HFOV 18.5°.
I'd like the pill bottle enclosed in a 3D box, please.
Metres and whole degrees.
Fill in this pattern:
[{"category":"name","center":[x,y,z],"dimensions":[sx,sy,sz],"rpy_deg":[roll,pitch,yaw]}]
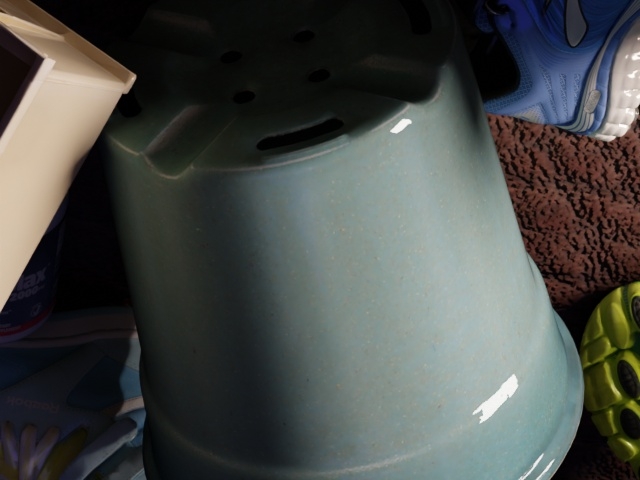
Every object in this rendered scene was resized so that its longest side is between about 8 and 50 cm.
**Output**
[{"category":"pill bottle","center":[-0.246,-0.017,1.485],"dimensions":[0.108,0.108,0.180],"rpy_deg":[4,136,-10]}]

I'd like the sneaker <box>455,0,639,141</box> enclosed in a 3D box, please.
[{"category":"sneaker","center":[0.163,-0.193,1.323],"dimensions":[0.147,0.129,0.330],"rpy_deg":[0,137,-9]}]

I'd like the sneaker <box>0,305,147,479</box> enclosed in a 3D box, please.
[{"category":"sneaker","center":[-0.232,0.167,1.537],"dimensions":[0.319,0.208,0.127],"rpy_deg":[-12,142,-30]}]

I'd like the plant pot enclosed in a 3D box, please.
[{"category":"plant pot","center":[0.000,0.000,1.392],"dimensions":[0.341,0.341,0.334],"rpy_deg":[-10,128,5]}]

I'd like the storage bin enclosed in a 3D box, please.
[{"category":"storage bin","center":[-0.297,-0.064,1.263],"dimensions":[0.262,0.260,0.123],"rpy_deg":[-60,158,13]}]

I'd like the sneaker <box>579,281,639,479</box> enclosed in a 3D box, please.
[{"category":"sneaker","center":[0.314,0.148,1.724],"dimensions":[0.109,0.123,0.295],"rpy_deg":[-6,124,36]}]
